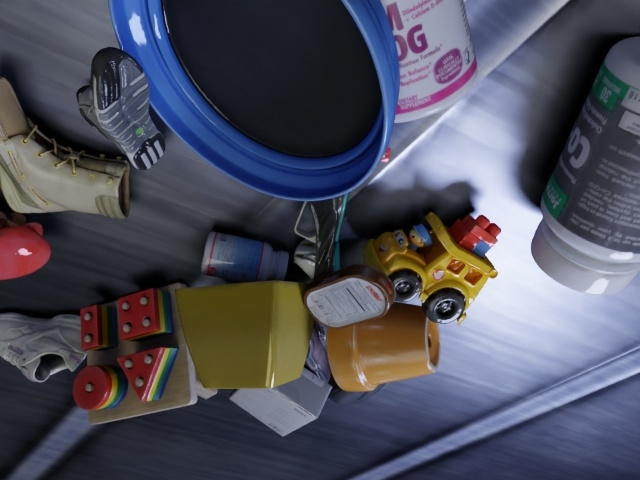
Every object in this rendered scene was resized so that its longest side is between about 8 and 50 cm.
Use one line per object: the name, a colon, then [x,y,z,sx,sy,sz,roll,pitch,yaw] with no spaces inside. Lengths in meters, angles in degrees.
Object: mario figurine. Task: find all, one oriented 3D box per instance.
mario figurine: [-0.651,-0.044,0.877,0.321,0.170,0.198,28,164,-9]

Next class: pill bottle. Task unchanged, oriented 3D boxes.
pill bottle: [-0.147,0.039,0.936,0.160,0.087,0.087,12,131,-9]
pill bottle: [0.469,-0.096,0.724,0.204,0.204,0.360,3,131,-2]
pill bottle: [0.082,-0.302,0.574,0.161,0.160,0.283,-18,129,16]

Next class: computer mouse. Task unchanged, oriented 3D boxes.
computer mouse: [0.106,0.358,1.212,0.189,0.072,0.272,17,134,-33]

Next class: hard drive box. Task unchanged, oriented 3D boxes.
hard drive box: [-0.106,0.376,1.169,0.181,0.089,0.232,36,142,-3]

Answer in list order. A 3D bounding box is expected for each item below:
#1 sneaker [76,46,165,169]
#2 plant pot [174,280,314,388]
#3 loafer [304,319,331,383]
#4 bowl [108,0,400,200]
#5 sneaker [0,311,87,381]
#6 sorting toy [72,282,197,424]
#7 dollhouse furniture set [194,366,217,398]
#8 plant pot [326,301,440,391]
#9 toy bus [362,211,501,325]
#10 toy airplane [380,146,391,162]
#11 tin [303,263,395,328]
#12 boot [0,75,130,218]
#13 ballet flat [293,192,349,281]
sneaker: [-0.312,-0.201,0.685,0.132,0.086,0.228,35,155,10]
plant pot: [-0.132,0.181,0.918,0.212,0.187,0.212,-7,170,19]
loafer: [-0.031,0.238,1.131,0.109,0.095,0.302,12,135,32]
bowl: [-0.082,-0.217,0.607,0.391,0.077,0.391,22,147,15]
sneaker: [-0.679,0.246,1.092,0.305,0.152,0.114,-4,134,7]
sorting toy: [-0.405,0.237,1.000,0.257,0.255,0.089,-16,160,15]
dollhouse furniture set: [-0.352,0.314,1.139,0.242,0.161,0.212,-34,124,27]
plant pot: [0.140,0.205,0.977,0.188,0.205,0.205,-7,133,26]
toy bus: [0.221,0.023,0.890,0.220,0.149,0.211,28,114,-19]
toy airplane: [0.050,-0.179,0.774,0.151,0.028,0.151,0,132,-1]
tin: [0.049,0.106,0.867,0.190,0.040,0.106,-25,113,40]
boot: [-0.424,-0.140,0.773,0.204,0.095,0.261,6,134,-4]
ballet flat: [0.000,0.000,0.905,0.096,0.095,0.280,8,122,7]
